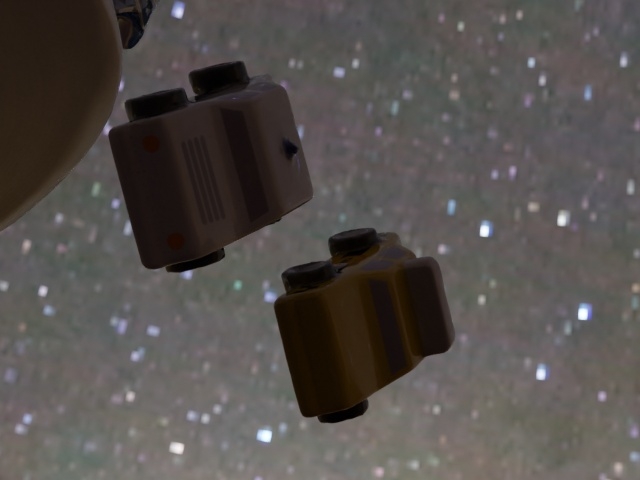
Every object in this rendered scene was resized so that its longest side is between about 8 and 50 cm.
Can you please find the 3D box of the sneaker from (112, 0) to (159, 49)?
[{"bbox_3d":[-0.145,-0.136,0.887,0.080,0.081,0.211,29,19,39],"label":"sneaker"}]

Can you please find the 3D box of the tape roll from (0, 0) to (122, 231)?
[{"bbox_3d":[-0.243,-0.033,0.463,0.392,0.072,0.392,-16,-17,-5],"label":"tape roll"}]

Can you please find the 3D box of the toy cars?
[{"bbox_3d":[0.000,0.000,1.134,0.087,0.176,0.394,-11,-31,21],"label":"toy cars"}]
